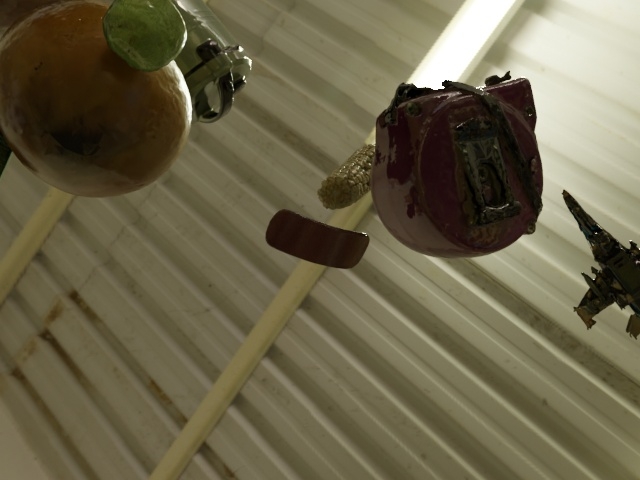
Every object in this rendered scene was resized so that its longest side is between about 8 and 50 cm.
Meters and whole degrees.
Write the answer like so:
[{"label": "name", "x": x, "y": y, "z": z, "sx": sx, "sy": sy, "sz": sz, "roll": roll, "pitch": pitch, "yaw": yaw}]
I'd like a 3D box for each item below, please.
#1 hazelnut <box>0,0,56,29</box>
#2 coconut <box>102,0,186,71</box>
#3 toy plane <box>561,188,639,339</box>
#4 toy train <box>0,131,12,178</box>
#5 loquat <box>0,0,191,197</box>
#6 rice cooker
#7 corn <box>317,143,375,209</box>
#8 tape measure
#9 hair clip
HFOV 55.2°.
[{"label": "hazelnut", "x": -0.597, "y": -0.575, "z": 1.121, "sx": 0.366, "sy": 0.366, "sz": 0.365, "roll": -4, "pitch": -102, "yaw": 20}, {"label": "coconut", "x": -0.195, "y": -0.239, "z": 0.685, "sx": 0.088, "sy": 0.087, "sz": 0.096, "roll": 9, "pitch": -129, "yaw": 22}, {"label": "toy plane", "x": 0.319, "y": 0.022, "z": 0.660, "sx": 0.135, "sy": 0.062, "sz": 0.188, "roll": -37, "pitch": -70, "yaw": 13}, {"label": "toy train", "x": -0.536, "y": -0.122, "z": 0.914, "sx": 0.105, "sy": 0.157, "sz": 0.253, "roll": 10, "pitch": -102, "yaw": 66}, {"label": "loquat", "x": -0.302, "y": -0.188, "z": 0.825, "sx": 0.263, "sy": 0.263, "sz": 0.263, "roll": -4, "pitch": -102, "yaw": 20}, {"label": "rice cooker", "x": -0.268, "y": -0.346, "z": 1.213, "sx": 0.226, "sy": 0.226, "sz": 0.244, "roll": -41, "pitch": -86, "yaw": 9}, {"label": "corn", "x": 0.073, "y": -0.124, "z": 1.195, "sx": 0.087, "sy": 0.211, "sz": 0.087, "roll": 12, "pitch": -59, "yaw": 21}, {"label": "tape measure", "x": 0.184, "y": -0.099, "z": 0.811, "sx": 0.149, "sy": 0.232, "sz": 0.245, "roll": -6, "pitch": -81, "yaw": 62}, {"label": "hair clip", "x": 0.000, "y": 0.001, "z": 0.745, "sx": 0.054, "sy": 0.137, "sz": 0.022, "roll": -62, "pitch": -151, "yaw": 22}]
